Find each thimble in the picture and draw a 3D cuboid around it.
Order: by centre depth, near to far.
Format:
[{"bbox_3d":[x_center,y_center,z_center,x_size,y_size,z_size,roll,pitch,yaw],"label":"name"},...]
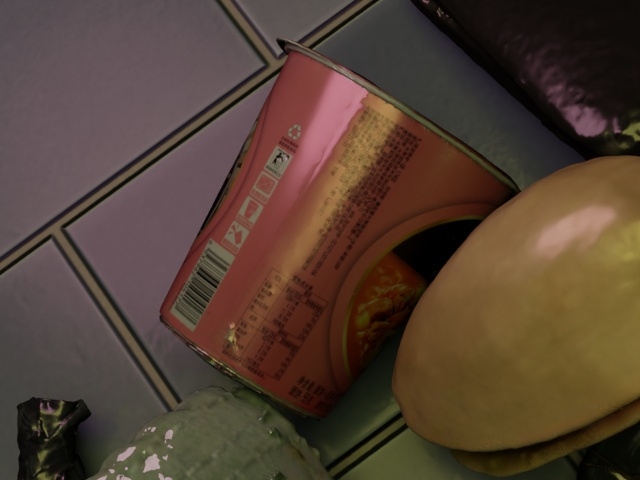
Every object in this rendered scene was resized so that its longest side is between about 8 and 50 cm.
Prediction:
[{"bbox_3d":[-0.100,0.242,1.236,0.250,0.205,0.172,-42,76,-1],"label":"thimble"}]

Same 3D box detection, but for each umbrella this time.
[{"bbox_3d":[-0.231,0.245,1.337,0.071,0.080,0.224,11,79,-24],"label":"umbrella"}]

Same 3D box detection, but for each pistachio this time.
[{"bbox_3d":[0.193,0.059,1.188,0.318,0.193,0.214,-44,36,26],"label":"pistachio"}]

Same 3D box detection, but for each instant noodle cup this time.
[{"bbox_3d":[0.000,0.000,1.297,0.244,0.244,0.255,32,91,16],"label":"instant noodle cup"}]

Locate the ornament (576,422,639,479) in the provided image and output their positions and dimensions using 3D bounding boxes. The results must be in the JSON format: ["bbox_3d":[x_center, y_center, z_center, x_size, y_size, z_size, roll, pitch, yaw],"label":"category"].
[{"bbox_3d":[0.307,0.155,1.260,0.202,0.080,0.236,25,80,19],"label":"ornament"}]

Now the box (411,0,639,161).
[{"bbox_3d":[0.273,-0.252,1.328,0.350,0.091,0.359,-38,50,0],"label":"box"}]
